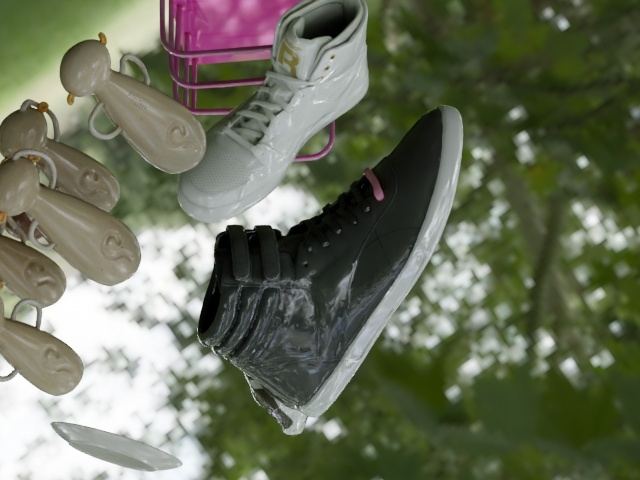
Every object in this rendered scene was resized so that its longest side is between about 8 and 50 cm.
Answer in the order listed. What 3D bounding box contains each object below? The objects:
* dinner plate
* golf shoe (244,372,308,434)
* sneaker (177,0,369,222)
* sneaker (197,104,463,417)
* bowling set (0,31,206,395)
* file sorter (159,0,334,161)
[{"bbox_3d":[-0.208,0.212,1.950,0.141,0.141,0.017,-19,-129,63],"label":"dinner plate"},{"bbox_3d":[-0.062,0.140,2.144,0.077,0.094,0.198,-10,-147,-15],"label":"golf shoe"},{"bbox_3d":[-0.054,-0.160,2.110,0.292,0.108,0.169,-46,159,-27],"label":"sneaker"},{"bbox_3d":[0.000,0.000,1.592,0.296,0.147,0.104,-60,-161,17],"label":"sneaker"},{"bbox_3d":[-0.249,-0.024,1.603,0.200,0.154,0.287,7,-115,48],"label":"bowling set"},{"bbox_3d":[-0.085,-0.236,2.371,0.202,0.182,0.290,-4,155,4],"label":"file sorter"}]
